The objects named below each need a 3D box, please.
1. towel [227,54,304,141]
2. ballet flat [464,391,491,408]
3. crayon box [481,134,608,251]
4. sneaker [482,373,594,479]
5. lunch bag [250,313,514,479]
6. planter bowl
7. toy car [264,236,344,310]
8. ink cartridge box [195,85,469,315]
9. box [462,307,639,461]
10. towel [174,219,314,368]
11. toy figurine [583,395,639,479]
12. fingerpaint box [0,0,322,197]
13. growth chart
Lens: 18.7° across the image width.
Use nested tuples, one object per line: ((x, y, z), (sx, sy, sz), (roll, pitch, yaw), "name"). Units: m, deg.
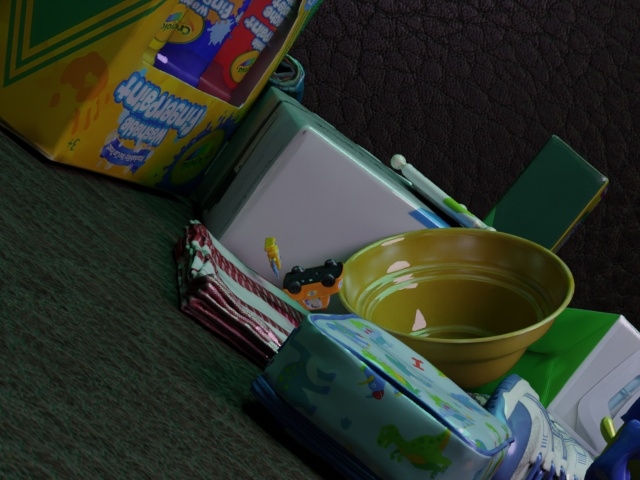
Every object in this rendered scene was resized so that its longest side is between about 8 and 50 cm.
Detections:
((-0.156, -0.194, 2.376), (0.271, 0.040, 0.370), (20, -13, 0), "towel")
((0.119, 0.168, 1.781), (0.070, 0.070, 0.188), (38, 3, 16), "ballet flat")
((0.263, 0.011, 2.702), (0.106, 0.313, 0.363), (41, 5, 6), "crayon box")
((0.185, 0.193, 1.633), (0.131, 0.112, 0.296), (38, 6, 14), "sneaker")
((0.046, 0.126, 1.410), (0.176, 0.090, 0.219), (38, 5, 10), "lunch bag")
((0.122, 0.075, 1.784), (0.217, 0.090, 0.217), (-1, 27, 0), "planter bowl")
((-0.011, 0.030, 1.778), (0.122, 0.060, 0.040), (-120, -168, -65), "toy car")
((0.030, -0.002, 2.055), (0.285, 0.166, 0.395), (36, 5, -11), "ink cartridge box")
((0.280, 0.185, 1.903), (0.231, 0.127, 0.262), (42, -10, -12), "box")
((-0.022, 0.080, 1.689), (0.237, 0.037, 0.329), (37, 5, -10), "towel")
((0.248, 0.204, 1.346), (0.191, 0.217, 0.362), (40, 6, 30), "toy figurine")
((-0.146, -0.247, 1.933), (0.163, 0.371, 0.445), (36, 4, 12), "fingerpaint box")
((0.152, -0.022, 2.014), (0.172, 0.021, 0.237), (41, 4, 27), "growth chart")
